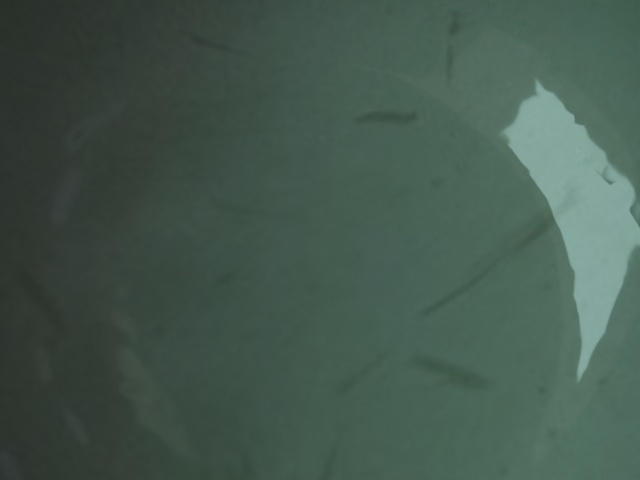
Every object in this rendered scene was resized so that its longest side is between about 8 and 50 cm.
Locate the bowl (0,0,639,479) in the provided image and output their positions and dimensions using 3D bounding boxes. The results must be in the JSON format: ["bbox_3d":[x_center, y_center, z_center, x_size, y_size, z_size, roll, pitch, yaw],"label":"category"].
[{"bbox_3d":[0.000,0.000,0.533,0.307,0.163,0.307,-1,72,4],"label":"bowl"}]
